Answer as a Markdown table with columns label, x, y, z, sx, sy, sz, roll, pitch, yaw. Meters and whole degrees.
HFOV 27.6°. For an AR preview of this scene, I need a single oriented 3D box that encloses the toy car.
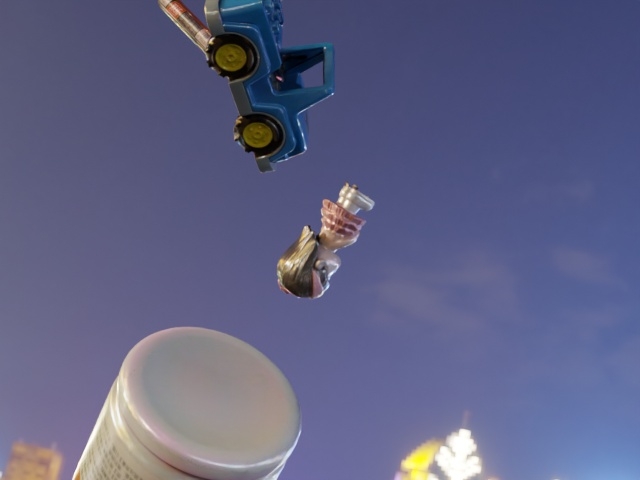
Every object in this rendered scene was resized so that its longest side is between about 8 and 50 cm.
| label | x | y | z | sx | sy | sz | roll | pitch | yaw |
| --- | --- | --- | --- | --- | --- | --- | --- | --- | --- |
| toy car | -0.041 | -0.161 | 1.171 | 0.100 | 0.097 | 0.191 | -11 | -53 | 9 |

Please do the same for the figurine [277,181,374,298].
| label | x | y | z | sx | sy | sz | roll | pitch | yaw |
| --- | --- | --- | --- | --- | --- | --- | --- | --- | --- |
| figurine | 0.000 | 0.000 | 1.302 | 0.054 | 0.129 | 0.072 | 29 | 1 | -26 |

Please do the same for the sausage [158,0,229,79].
| label | x | y | z | sx | sy | sz | roll | pitch | yaw |
| --- | --- | --- | --- | --- | --- | --- | --- | --- | --- |
| sausage | -0.139 | -0.242 | 1.587 | 0.198 | 0.028 | 0.025 | 46 | -18 | 20 |

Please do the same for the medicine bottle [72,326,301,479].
| label | x | y | z | sx | sy | sz | roll | pitch | yaw |
| --- | --- | --- | --- | --- | --- | --- | --- | --- | --- |
| medicine bottle | -0.167 | 0.270 | 1.422 | 0.202 | 0.202 | 0.316 | 17 | -55 | -14 |
